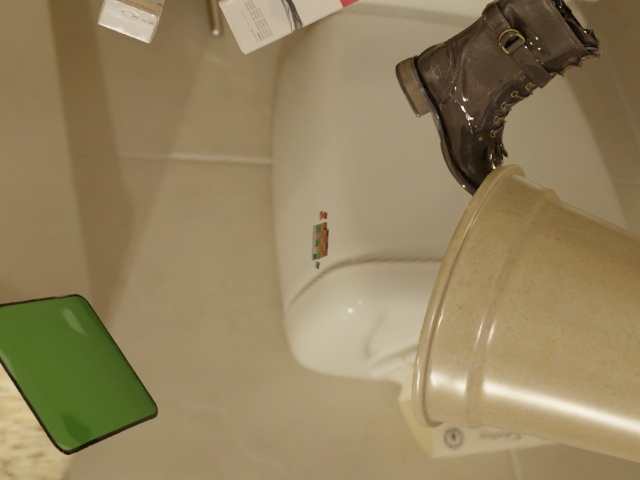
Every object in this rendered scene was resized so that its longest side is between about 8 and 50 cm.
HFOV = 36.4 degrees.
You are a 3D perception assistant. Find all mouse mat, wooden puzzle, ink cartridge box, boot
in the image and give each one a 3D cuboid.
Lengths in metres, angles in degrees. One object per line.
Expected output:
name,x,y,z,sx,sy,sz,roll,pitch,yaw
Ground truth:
mouse mat,-0.230,0.117,0.902,0.007,0.152,0.189,-38,171,15
wooden puzzle,0.000,0.000,1.383,0.006,0.083,0.049,6,-170,21
ink cartridge box,-0.333,-0.415,1.723,0.099,0.135,0.056,19,122,-15
ink cartridge box,-0.036,-0.420,1.621,0.237,0.172,0.100,-22,111,15
boot,0.242,-0.183,1.204,0.229,0.091,0.263,-29,109,27

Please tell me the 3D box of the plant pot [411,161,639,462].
plant pot,0.312,0.111,1.116,0.305,0.334,0.334,19,162,22
